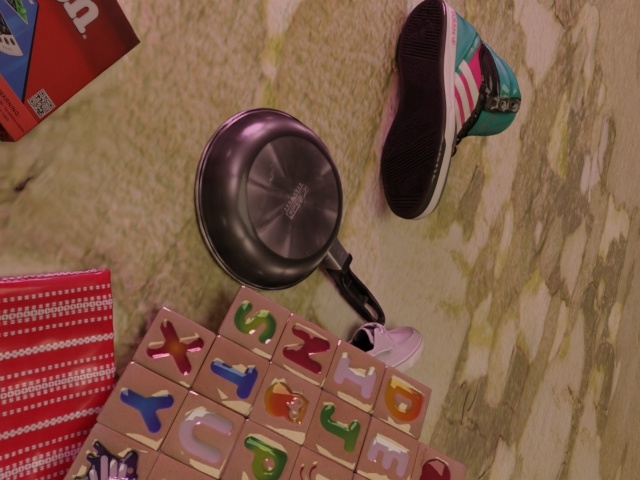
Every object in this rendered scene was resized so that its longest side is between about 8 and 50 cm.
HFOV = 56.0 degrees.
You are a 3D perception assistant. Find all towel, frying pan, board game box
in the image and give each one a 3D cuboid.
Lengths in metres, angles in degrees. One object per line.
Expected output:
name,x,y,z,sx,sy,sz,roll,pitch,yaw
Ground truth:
towel,-0.241,0.165,0.445,0.198,0.031,0.275,-4,93,-47
frying pan,-0.019,0.012,0.663,0.197,0.053,0.326,-38,114,-38
board game box,-0.245,-0.223,0.400,0.145,0.027,0.281,-56,136,-33

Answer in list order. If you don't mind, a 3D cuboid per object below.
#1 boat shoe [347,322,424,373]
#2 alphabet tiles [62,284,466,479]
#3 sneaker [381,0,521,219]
boat shoe,0.059,0.136,0.738,0.184,0.066,0.063,-19,106,-34
alphabet tiles,-0.027,0.208,0.529,0.342,0.011,0.285,30,55,-10
sneaker,0.183,-0.156,0.818,0.178,0.123,0.296,16,78,-35
